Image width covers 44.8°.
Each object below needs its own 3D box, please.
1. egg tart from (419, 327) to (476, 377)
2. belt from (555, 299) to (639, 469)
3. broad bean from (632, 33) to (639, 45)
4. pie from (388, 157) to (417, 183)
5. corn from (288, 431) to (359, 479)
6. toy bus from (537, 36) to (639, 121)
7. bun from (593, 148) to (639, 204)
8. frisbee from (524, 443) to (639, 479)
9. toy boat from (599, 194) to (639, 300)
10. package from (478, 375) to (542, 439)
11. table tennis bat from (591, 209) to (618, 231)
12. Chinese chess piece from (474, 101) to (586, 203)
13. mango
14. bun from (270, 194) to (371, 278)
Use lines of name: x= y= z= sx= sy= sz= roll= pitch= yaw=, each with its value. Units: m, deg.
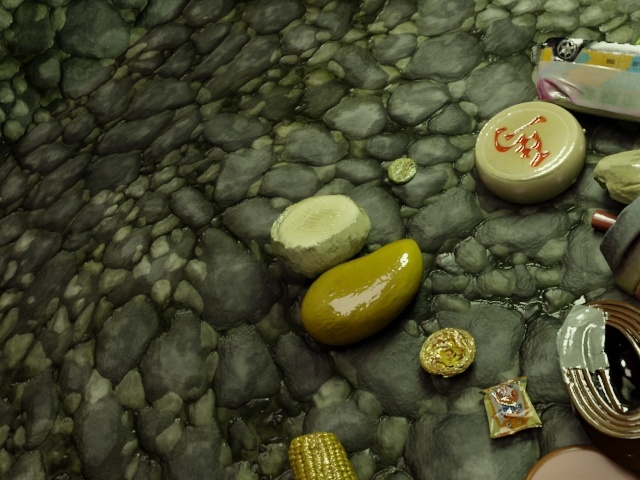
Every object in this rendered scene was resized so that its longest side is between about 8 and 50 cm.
egg tart: x=0.284 y=0.252 z=1.711 sx=0.128 sy=0.049 sz=0.129 roll=-16 pitch=46 yaw=17
belt: x=0.567 y=0.262 z=1.464 sx=0.217 sy=0.122 sz=0.339 roll=-24 pitch=36 yaw=15
broad bean: x=0.836 y=-0.522 z=1.973 sx=0.098 sy=0.056 sz=0.318 roll=16 pitch=63 yaw=33
pie: x=0.218 y=-0.186 z=2.077 sx=0.085 sy=0.017 sz=0.085 roll=-13 pitch=53 yaw=18
corn: x=0.033 y=0.550 z=1.567 sx=0.143 sy=0.144 sz=0.387 roll=-30 pitch=51 yaw=5
toy bus: x=0.698 y=-0.374 z=1.845 sx=0.386 sy=0.171 sz=0.163 roll=19 pitch=99 yaw=36
bun: x=0.716 y=-0.135 z=1.696 sx=0.237 sy=0.116 sz=0.210 roll=0 pitch=15 yaw=45
frisbee: x=0.494 y=0.500 z=1.443 sx=0.250 sy=0.021 sz=0.251 roll=-14 pitch=54 yaw=19
toy boat: x=0.698 y=0.028 z=1.553 sx=0.276 sy=0.111 sz=0.294 roll=-42 pitch=67 yaw=44
package: x=0.389 y=0.344 z=1.599 sx=0.108 sy=0.031 sz=0.121 roll=-20 pitch=51 yaw=14
table tennis bat: x=0.737 y=-0.002 z=1.667 sx=0.310 sy=0.038 sz=0.200 roll=22 pitch=69 yaw=33
Chinese chess piece: x=0.510 y=-0.216 z=1.891 sx=0.273 sy=0.102 sz=0.273 roll=-13 pitch=53 yaw=18
mango: x=0.103 y=0.131 z=1.830 sx=0.331 sy=0.142 sz=0.195 roll=-27 pitch=55 yaw=7
bun: x=0.000 y=0.000 z=1.957 sx=0.259 sy=0.152 sz=0.259 roll=-15 pitch=34 yaw=10
